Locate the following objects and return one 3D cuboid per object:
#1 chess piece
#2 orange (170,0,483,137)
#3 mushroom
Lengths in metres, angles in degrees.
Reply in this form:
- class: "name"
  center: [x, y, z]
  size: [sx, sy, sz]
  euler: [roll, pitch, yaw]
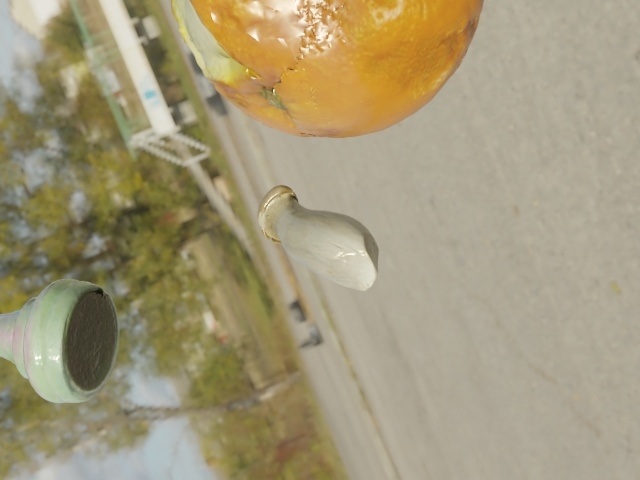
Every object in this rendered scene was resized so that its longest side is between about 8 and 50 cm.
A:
- class: "chess piece"
  center: [-0.377, 0.104, 1.438]
  size: [0.139, 0.271, 0.139]
  euler: [4, -90, -70]
- class: "orange"
  center: [0.004, -0.193, 0.967]
  size: [0.240, 0.240, 0.240]
  euler: [157, 90, -85]
- class: "mushroom"
  center: [0.001, -0.001, 1.694]
  size: [0.212, 0.088, 0.097]
  euler: [26, 176, 41]
